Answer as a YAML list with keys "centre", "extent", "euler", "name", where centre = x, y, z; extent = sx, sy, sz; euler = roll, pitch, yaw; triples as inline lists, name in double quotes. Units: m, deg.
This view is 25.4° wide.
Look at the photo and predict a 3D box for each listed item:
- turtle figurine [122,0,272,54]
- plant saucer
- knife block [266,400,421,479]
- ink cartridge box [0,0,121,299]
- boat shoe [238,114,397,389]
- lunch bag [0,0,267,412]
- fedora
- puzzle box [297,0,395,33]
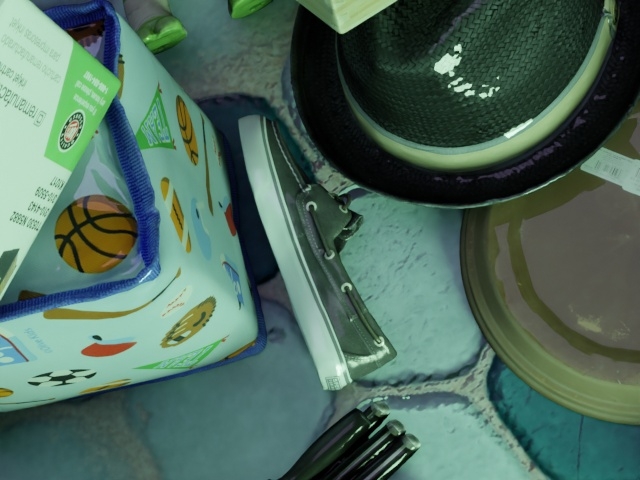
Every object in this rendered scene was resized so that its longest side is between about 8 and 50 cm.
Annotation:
- centre: [-0.139, -0.303, 1.137]
  extent: [0.274, 0.198, 0.266]
  euler: [-28, 87, 46]
  name: "turtle figurine"
- centre: [0.242, 0.000, 1.076]
  extent: [0.278, 0.041, 0.278]
  euler: [-3, 74, 12]
  name: "plant saucer"
- centre: [-0.050, 0.231, 1.046]
  extent: [0.275, 0.088, 0.242]
  euler: [1, 74, 12]
  name: "knife block"
- centre: [-0.242, -0.010, 0.755]
  extent: [0.117, 0.201, 0.278]
  euler: [28, 87, 9]
  name: "ink cartridge box"
- centre: [0.000, 0.000, 1.107]
  extent: [0.076, 0.080, 0.228]
  euler: [-19, 73, -1]
  name: "boat shoe"
- centre: [-0.265, 0.022, 1.025]
  extent: [0.385, 0.328, 0.239]
  euler: [-13, 74, 6]
  name: "lunch bag"
- centre: [0.105, -0.198, 1.078]
  extent: [0.334, 0.152, 0.334]
  euler: [-7, 65, 15]
  name: "fedora"
- centre: [0.096, -0.327, 1.036]
  extent: [0.409, 0.052, 0.272]
  euler: [-34, 47, -15]
  name: "puzzle box"
